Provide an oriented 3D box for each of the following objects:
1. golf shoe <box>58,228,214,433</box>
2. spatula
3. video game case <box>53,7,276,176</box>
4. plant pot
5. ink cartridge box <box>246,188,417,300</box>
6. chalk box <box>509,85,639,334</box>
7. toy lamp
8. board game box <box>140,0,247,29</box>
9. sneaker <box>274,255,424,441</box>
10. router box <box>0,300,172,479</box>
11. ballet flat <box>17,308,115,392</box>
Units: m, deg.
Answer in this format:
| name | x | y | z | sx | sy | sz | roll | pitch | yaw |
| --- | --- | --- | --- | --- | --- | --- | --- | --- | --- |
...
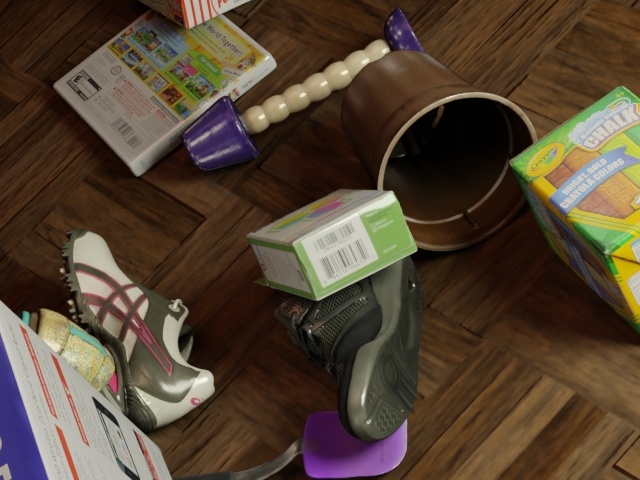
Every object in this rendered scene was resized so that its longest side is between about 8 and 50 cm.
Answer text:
| name | x | y | z | sx | sy | sz | roll | pitch | yaw |
| --- | --- | --- | --- | --- | --- | --- | --- | --- | --- |
| golf shoe | -0.190 | 0.088 | 1.874 | 0.120 | 0.105 | 0.273 | -18 | 48 | -6 |
| spatula | -0.062 | 0.213 | 1.713 | 0.296 | 0.030 | 0.084 | -18 | 40 | 16 |
| video game case | -0.186 | -0.192 | 2.167 | 0.206 | 0.026 | 0.227 | -39 | 42 | -7 |
| plant pot | 0.105 | -0.102 | 1.820 | 0.167 | 0.167 | 0.165 | -34 | 35 | -1 |
| ink cartridge box | 0.000 | 0.000 | 1.766 | 0.109 | 0.062 | 0.209 | -27 | 10 | -15 |
| chalk box | 0.269 | -0.039 | 1.675 | 0.132 | 0.132 | 0.213 | -36 | 42 | -5 |
| toy lamp | -0.021 | -0.158 | 2.001 | 0.275 | 0.080 | 0.080 | -28 | 42 | 3 |
| board game box | -0.155 | -0.328 | 2.230 | 0.147 | 0.045 | 0.193 | -29 | 39 | -25 |
| sneaker | 0.021 | 0.107 | 1.720 | 0.130 | 0.087 | 0.227 | -17 | 38 | 21 |
| router box | -0.192 | 0.244 | 1.538 | 0.082 | 0.301 | 0.335 | -33 | 47 | 6 |
| ballet flat | -0.304 | 0.202 | 1.777 | 0.348 | 0.123 | 0.123 | -51 | 31 | 34 |
